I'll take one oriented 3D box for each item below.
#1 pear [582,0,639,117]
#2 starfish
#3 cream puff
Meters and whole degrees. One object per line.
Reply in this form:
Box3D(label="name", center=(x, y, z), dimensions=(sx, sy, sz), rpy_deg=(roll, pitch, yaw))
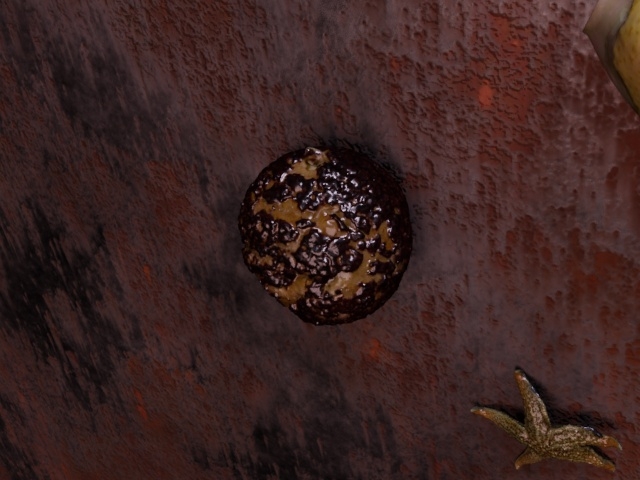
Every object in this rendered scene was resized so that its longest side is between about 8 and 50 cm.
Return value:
Box3D(label="pear", center=(0.350, -0.177, 0.564), dimensions=(0.271, 0.271, 0.271), rpy_deg=(15, 126, 22))
Box3D(label="starfish", center=(0.312, 0.280, 1.027), dimensions=(0.208, 0.053, 0.176), rpy_deg=(28, 140, 20))
Box3D(label="cream puff", center=(0.000, 0.000, 0.942), dimensions=(0.239, 0.165, 0.239), rpy_deg=(17, 128, 24))
